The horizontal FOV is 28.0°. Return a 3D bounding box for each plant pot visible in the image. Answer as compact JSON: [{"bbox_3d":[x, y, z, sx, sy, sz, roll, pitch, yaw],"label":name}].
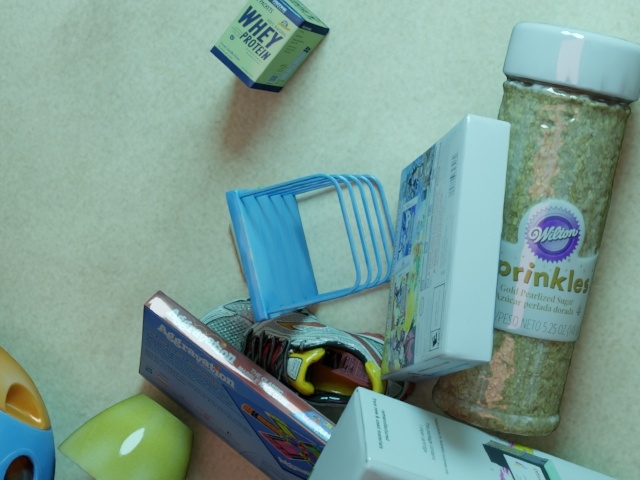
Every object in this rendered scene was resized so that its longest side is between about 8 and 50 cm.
[{"bbox_3d":[-0.184,0.212,1.298,0.134,0.134,0.095,34,78,14],"label":"plant pot"}]

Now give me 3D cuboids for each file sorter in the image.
[{"bbox_3d":[0.000,0.000,1.189,0.104,0.170,0.118,-13,89,16],"label":"file sorter"}]

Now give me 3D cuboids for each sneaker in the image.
[{"bbox_3d":[-0.023,0.108,1.243,0.225,0.093,0.088,10,97,19],"label":"sneaker"}]

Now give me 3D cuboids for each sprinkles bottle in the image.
[{"bbox_3d":[0.193,-0.010,1.145,0.121,0.121,0.355,14,99,18],"label":"sprinkles bottle"}]

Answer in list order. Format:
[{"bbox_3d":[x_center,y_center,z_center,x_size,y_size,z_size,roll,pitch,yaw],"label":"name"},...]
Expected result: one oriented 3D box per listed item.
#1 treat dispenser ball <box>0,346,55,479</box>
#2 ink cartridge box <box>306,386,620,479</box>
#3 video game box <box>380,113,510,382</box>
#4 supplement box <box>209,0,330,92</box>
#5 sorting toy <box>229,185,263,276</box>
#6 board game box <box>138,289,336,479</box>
[{"bbox_3d":[-0.412,0.222,1.284,0.288,0.288,0.288,1,94,19],"label":"treat dispenser ball"},{"bbox_3d":[0.119,0.276,1.116,0.278,0.117,0.201,21,114,-12],"label":"ink cartridge box"},{"bbox_3d":[0.106,0.015,1.119,0.048,0.187,0.205,10,77,-14],"label":"video game box"},{"bbox_3d":[-0.048,-0.194,1.236,0.056,0.083,0.083,43,105,11],"label":"supplement box"},{"bbox_3d":[-0.063,-0.010,1.291,0.062,0.012,0.083,-17,88,20],"label":"sorting toy"},{"bbox_3d":[-0.062,0.173,1.249,0.281,0.027,0.145,36,149,14],"label":"board game box"}]
